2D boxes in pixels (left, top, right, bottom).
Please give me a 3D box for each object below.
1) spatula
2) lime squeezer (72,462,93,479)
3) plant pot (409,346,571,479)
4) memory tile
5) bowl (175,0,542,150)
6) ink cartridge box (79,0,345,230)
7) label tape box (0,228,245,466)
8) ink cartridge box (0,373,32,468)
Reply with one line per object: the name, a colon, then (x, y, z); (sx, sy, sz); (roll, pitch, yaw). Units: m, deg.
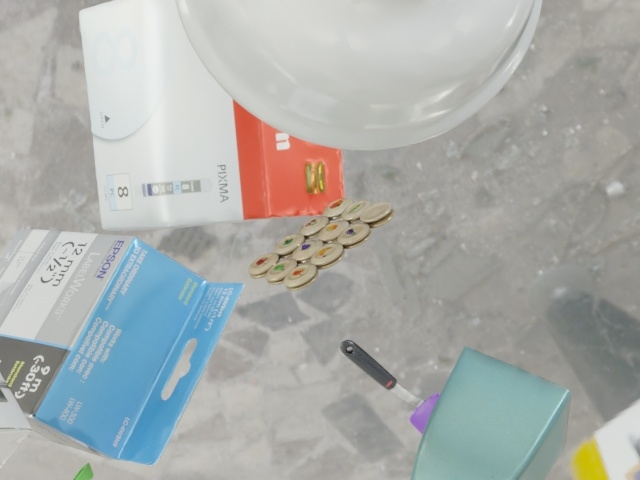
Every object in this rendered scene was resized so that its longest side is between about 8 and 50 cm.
spatula: (0.146, 0.271, 1.623); (0.296, 0.030, 0.084); (41, 102, -19)
lime squeezer: (-0.351, 0.329, 0.930); (0.059, 0.109, 0.310); (-17, 175, 43)
plant pot: (0.228, 0.311, 1.274); (0.234, 0.166, 0.165); (-52, 149, -30)
memory tile: (0.000, 0.000, 0.950); (0.148, 0.113, 0.012); (-38, 116, -22)
bowl: (0.038, -0.223, 0.641); (0.298, 0.297, 0.134); (-10, 174, -7)
ink cartridge box: (-0.151, -0.171, 1.155); (0.091, 0.385, 0.308); (-9, 96, -49)
label tape box: (-0.294, 0.118, 1.105); (0.348, 0.249, 0.115); (2, 147, 39)
ink cartridge box: (-0.345, 0.163, 0.847); (0.099, 0.135, 0.056); (-49, 150, 13)
